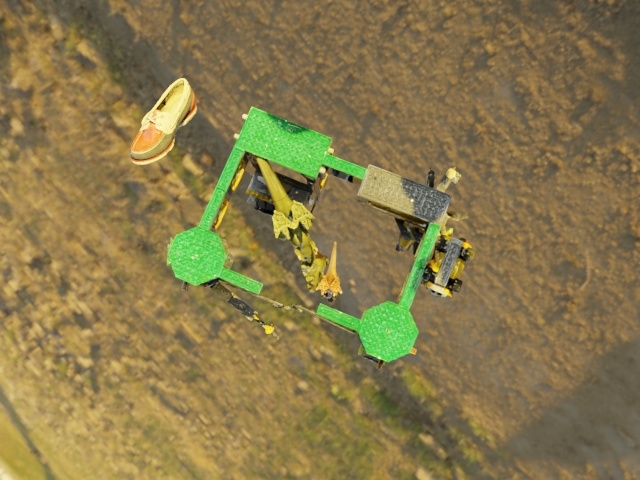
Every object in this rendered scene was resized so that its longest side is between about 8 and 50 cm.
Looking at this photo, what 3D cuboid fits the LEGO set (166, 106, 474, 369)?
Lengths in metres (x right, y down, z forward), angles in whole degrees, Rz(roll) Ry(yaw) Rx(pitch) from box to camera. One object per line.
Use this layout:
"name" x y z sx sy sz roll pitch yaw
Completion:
"LEGO set" 0.000 0.000 0.942 0.332 0.254 0.192 14 174 3

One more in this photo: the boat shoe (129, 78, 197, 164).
"boat shoe" -0.196 -0.147 0.995 0.049 0.137 0.043 14 139 18
